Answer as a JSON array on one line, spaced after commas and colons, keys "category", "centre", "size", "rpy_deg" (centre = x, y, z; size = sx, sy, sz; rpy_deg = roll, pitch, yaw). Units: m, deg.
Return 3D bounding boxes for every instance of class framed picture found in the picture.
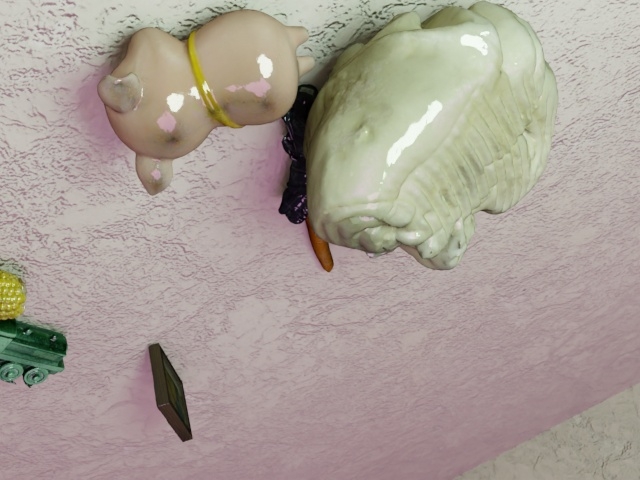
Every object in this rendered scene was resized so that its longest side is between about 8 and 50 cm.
[{"category": "framed picture", "centre": [-0.281, 0.288, 1.330], "size": [0.023, 0.128, 0.169], "rpy_deg": [-16, 143, -5]}]

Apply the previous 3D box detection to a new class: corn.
[{"category": "corn", "centre": [-0.537, 0.067, 0.978], "size": [0.248, 0.081, 0.081], "rpy_deg": [10, 134, -33]}]

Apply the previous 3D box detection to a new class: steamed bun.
[{"category": "steamed bun", "centre": [0.119, -0.135, 0.898], "size": [0.352, 0.247, 0.339], "rpy_deg": [-57, 144, 0]}]

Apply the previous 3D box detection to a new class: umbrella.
[{"category": "umbrella", "centre": [-0.015, -0.118, 1.000], "size": [0.080, 0.071, 0.224], "rpy_deg": [-34, 146, -29]}]

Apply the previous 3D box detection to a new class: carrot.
[{"category": "carrot", "centre": [0.000, 0.000, 1.182], "size": [0.037, 0.037, 0.190], "rpy_deg": [-17, 147, -4]}]

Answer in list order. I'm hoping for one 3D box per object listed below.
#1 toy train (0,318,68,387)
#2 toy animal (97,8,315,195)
[{"category": "toy train", "centre": [-0.489, 0.175, 1.148], "size": [0.111, 0.071, 0.170], "rpy_deg": [-43, 138, 17]}, {"category": "toy animal", "centre": [-0.125, -0.180, 0.816], "size": [0.248, 0.149, 0.165], "rpy_deg": [-27, 129, -9]}]
